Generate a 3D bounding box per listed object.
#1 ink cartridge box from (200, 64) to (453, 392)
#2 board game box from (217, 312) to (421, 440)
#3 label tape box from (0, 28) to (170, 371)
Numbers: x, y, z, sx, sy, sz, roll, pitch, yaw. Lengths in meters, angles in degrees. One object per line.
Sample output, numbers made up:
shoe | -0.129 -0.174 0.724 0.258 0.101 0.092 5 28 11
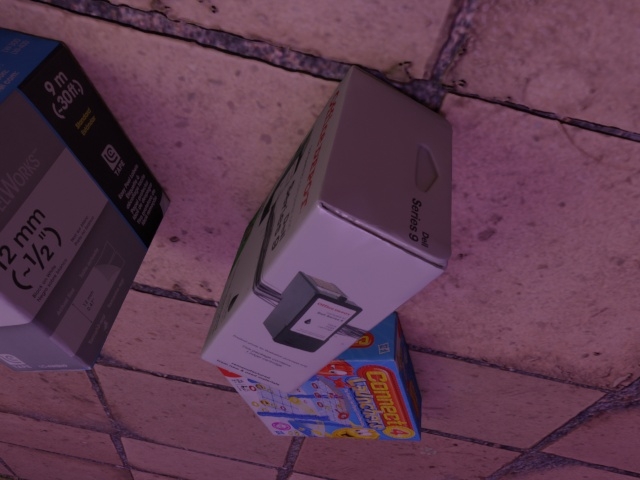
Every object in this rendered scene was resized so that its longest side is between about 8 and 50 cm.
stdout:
ink cartridge box | 0.000 0.000 0.531 0.121 0.211 0.289 26 136 -14
board game box | 0.012 0.255 0.908 0.301 0.086 0.308 -5 137 18
label tape box | -0.310 -0.067 0.490 0.115 0.249 0.348 -4 137 16
